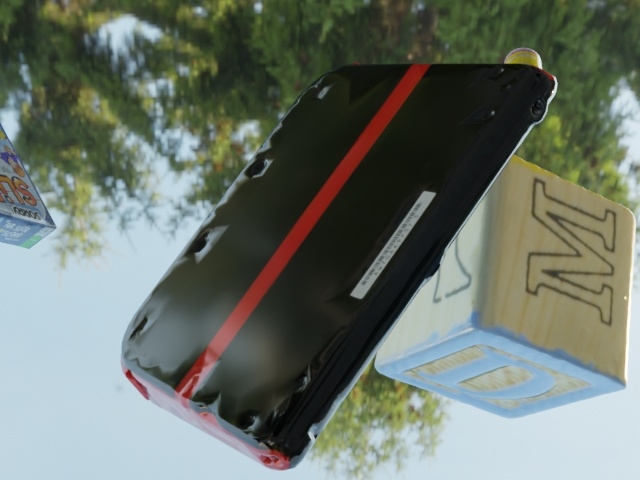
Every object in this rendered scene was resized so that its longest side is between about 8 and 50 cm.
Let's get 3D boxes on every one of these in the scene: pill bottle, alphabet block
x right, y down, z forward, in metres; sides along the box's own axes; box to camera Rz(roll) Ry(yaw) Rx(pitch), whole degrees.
[{"bbox_3d":[0.232,-0.183,1.411,0.043,0.043,0.083,7,-143,2],"label":"pill bottle"},{"bbox_3d":[0.191,0.053,1.278,0.193,0.192,0.197,23,-118,-26],"label":"alphabet block"}]

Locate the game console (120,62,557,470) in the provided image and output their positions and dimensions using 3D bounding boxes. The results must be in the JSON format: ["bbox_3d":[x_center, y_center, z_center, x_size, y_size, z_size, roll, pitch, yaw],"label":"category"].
[{"bbox_3d":[0.000,0.000,1.078,0.387,0.060,0.342,-55,-149,-13],"label":"game console"}]

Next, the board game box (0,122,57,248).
[{"bbox_3d":[-0.299,-0.068,0.966,0.035,0.201,0.136,-35,-106,12],"label":"board game box"}]
